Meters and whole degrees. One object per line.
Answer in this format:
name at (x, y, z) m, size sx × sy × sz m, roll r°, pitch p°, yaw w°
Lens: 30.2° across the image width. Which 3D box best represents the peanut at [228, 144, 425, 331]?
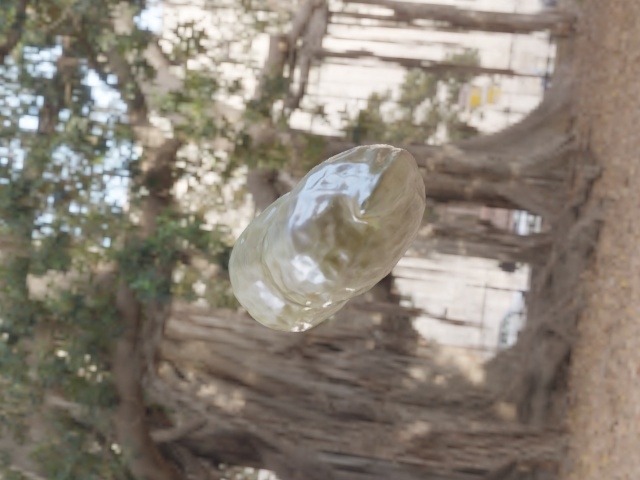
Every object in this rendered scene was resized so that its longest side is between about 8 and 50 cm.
peanut at (0.001, 0.001, 0.775) m, size 0.104 × 0.085 × 0.228 m, roll -51°, pitch 5°, yaw -21°
